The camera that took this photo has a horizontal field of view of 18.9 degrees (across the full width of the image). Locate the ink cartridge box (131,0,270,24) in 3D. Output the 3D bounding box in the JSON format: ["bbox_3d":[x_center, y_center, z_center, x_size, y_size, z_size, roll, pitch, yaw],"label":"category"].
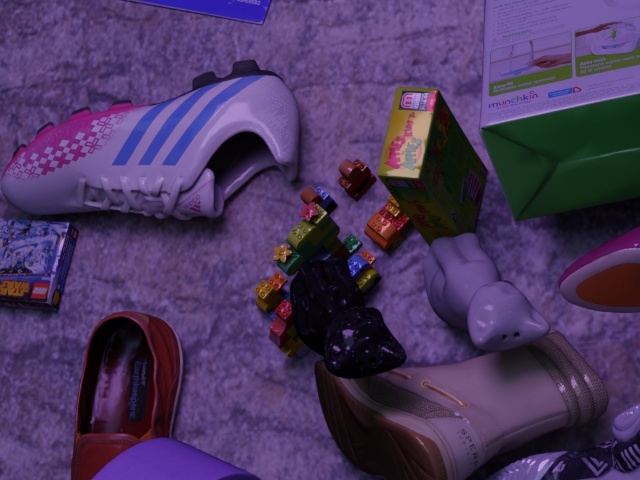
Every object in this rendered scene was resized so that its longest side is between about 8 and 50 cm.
[{"bbox_3d":[-0.124,-0.353,2.125,0.206,0.045,0.208,12,74,24],"label":"ink cartridge box"}]

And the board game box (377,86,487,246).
[{"bbox_3d":[0.109,-0.065,1.831,0.043,0.181,0.092,5,69,22],"label":"board game box"}]

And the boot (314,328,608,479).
[{"bbox_3d":[0.124,0.141,1.779,0.203,0.095,0.262,-21,18,-20],"label":"boot"}]

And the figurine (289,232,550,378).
[{"bbox_3d":[0.090,0.069,1.745,0.214,0.209,0.092,-10,104,-6],"label":"figurine"}]

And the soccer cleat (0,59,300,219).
[{"bbox_3d":[-0.176,-0.074,1.980,0.331,0.116,0.143,-20,62,11],"label":"soccer cleat"}]

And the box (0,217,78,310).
[{"bbox_3d":[-0.333,0.024,2.047,0.137,0.027,0.094,4,68,22],"label":"box"}]

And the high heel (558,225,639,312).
[{"bbox_3d":[0.324,-0.016,1.688,0.244,0.082,0.117,-24,34,26],"label":"high heel"}]

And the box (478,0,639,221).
[{"bbox_3d":[0.289,-0.161,1.794,0.261,0.127,0.231,-12,39,15],"label":"box"}]

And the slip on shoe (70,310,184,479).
[{"bbox_3d":[-0.198,0.222,1.869,0.123,0.101,0.331,-3,68,18],"label":"slip on shoe"}]

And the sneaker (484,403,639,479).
[{"bbox_3d":[0.282,0.256,1.598,0.366,0.137,0.210,-32,62,47],"label":"sneaker"}]

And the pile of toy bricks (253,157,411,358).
[{"bbox_3d":[0.000,0.000,1.888,0.118,0.105,0.212,39,85,30],"label":"pile of toy bricks"}]

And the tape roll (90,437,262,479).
[{"bbox_3d":[-0.150,0.318,1.707,0.090,0.275,0.275,20,76,28],"label":"tape roll"}]
